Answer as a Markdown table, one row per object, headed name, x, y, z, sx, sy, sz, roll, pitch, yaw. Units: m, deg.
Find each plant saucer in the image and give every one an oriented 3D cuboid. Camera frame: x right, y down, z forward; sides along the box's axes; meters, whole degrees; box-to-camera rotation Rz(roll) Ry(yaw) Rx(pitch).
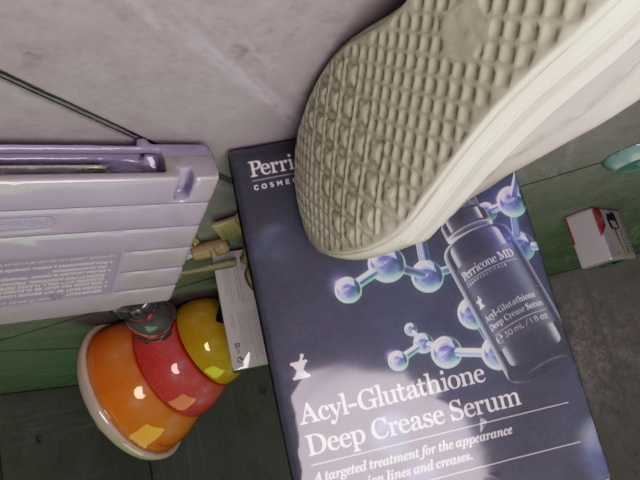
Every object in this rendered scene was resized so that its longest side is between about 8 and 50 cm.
| name | x | y | z | sx | sy | sz | roll | pitch | yaw |
| --- | --- | --- | --- | --- | --- | --- | --- | --- | --- |
| plant saucer | 0.520 | -0.134 | 0.998 | 0.119 | 0.021 | 0.119 | -13 | 168 | -3 |

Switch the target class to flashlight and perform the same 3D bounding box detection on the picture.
| name | x | y | z | sx | sy | sz | roll | pitch | yaw |
| --- | --- | --- | --- | --- | --- | --- | --- | --- | --- |
| flashlight | -0.323 | 0.124 | 1.134 | 0.103 | 0.103 | 0.304 | -36 | 173 | -18 |

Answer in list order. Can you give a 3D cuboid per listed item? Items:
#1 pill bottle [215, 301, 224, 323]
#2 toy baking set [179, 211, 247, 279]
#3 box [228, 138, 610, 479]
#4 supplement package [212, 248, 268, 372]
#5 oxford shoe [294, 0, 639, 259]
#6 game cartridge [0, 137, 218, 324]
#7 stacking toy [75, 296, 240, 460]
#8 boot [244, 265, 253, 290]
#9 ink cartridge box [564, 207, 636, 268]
| name | x | y | z | sx | sy | sz | roll | pitch | yaw |
| --- | --- | --- | --- | --- | --- | --- | --- | --- | --- |
| pill bottle | -0.098 | 0.148 | 1.275 | 0.219 | 0.123 | 0.123 | 15 | 164 | -4 |
| toy baking set | -0.176 | 0.008 | 0.934 | 0.196 | 0.030 | 0.256 | -2 | 159 | -19 |
| box | 0.081 | 0.090 | 0.690 | 0.293 | 0.396 | 0.212 | -12 | 167 | -7 |
| supplement package | -0.047 | 0.115 | 1.123 | 0.262 | 0.200 | 0.198 | -10 | 168 | -10 |
| oxford shoe | 0.103 | -0.102 | 0.420 | 0.130 | 0.169 | 0.449 | -7 | 161 | -30 |
| game cartridge | -0.292 | 0.001 | 0.564 | 0.354 | 0.068 | 0.230 | -5 | 150 | -32 |
| stacking toy | -0.275 | 0.249 | 1.432 | 0.479 | 0.351 | 0.350 | -32 | 164 | 8 |
| boot | 0.000 | 0.000 | 0.947 | 0.213 | 0.077 | 0.165 | -21 | 163 | -36 |
| ink cartridge box | 0.664 | -0.005 | 1.463 | 0.175 | 0.128 | 0.072 | -1 | 160 | -46 |
